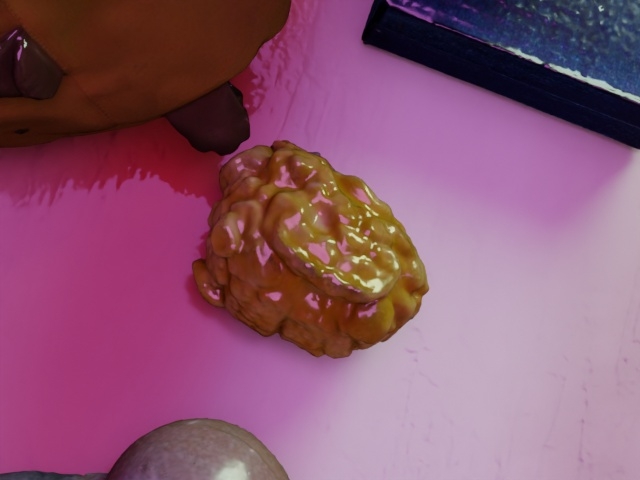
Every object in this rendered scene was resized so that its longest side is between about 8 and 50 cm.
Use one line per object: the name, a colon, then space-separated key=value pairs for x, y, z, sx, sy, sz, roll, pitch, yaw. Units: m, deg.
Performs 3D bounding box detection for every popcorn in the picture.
popcorn: x=-0.015 y=0.011 z=1.177 sx=0.163 sy=0.140 sz=0.194 roll=-34 pitch=85 yaw=-18

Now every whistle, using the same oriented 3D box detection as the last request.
whistle: x=-0.155 y=0.227 z=1.125 sx=0.347 sy=0.189 sz=0.189 roll=-3 pitch=80 yaw=13

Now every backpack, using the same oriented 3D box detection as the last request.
backpack: x=-0.208 y=-0.199 z=1.094 sx=0.378 sy=0.353 sz=0.201 roll=-29 pitch=55 yaw=11

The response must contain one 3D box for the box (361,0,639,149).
box: x=0.210 y=-0.254 z=1.268 sx=0.279 sy=0.116 sz=0.261 roll=20 pitch=76 yaw=-4
